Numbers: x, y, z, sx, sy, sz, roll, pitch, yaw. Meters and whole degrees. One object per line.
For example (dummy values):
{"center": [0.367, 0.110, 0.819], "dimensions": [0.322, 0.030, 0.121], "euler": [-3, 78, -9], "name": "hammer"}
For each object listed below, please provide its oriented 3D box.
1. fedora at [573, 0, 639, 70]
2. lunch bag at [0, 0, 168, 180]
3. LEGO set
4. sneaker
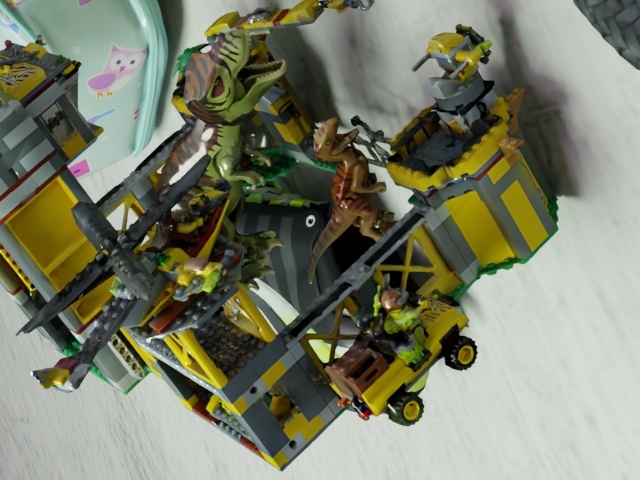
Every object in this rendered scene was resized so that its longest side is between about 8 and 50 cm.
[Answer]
{"center": [0.127, -0.134, 0.342], "dimensions": [0.334, 0.152, 0.334], "euler": [170, 90, -71], "name": "fedora"}
{"center": [-0.214, -0.183, 1.101], "dimensions": [0.279, 0.108, 0.224], "euler": [56, 160, 17], "name": "lunch bag"}
{"center": [-0.065, -0.048, 0.782], "dimensions": [0.192, 0.255, 0.331], "euler": [57, 168, -31], "name": "LEGO set"}
{"center": [0.000, 0.000, 0.945], "dimensions": [0.234, 0.084, 0.097], "euler": [45, 126, 31], "name": "sneaker"}
